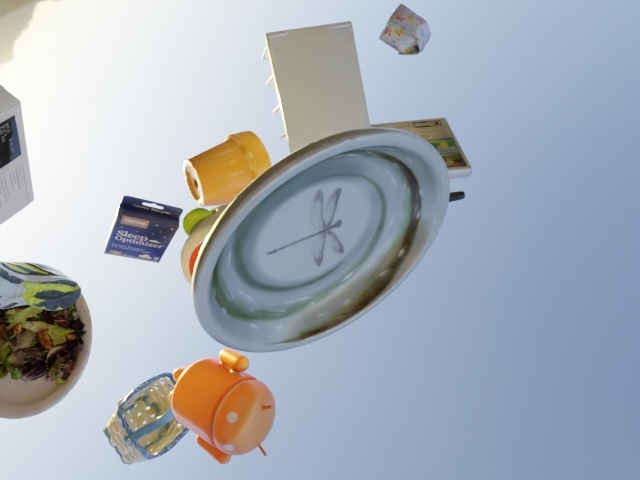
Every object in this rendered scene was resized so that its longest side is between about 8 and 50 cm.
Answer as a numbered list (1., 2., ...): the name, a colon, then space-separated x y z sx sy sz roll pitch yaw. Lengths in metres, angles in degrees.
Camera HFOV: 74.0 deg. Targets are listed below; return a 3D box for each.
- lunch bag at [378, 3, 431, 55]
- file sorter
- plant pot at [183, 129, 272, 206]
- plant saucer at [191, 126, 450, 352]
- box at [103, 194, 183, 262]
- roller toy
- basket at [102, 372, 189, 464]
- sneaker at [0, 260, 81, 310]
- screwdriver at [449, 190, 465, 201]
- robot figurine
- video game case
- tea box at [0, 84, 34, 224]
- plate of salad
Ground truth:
1. lunch bag: 0.161 -0.386 0.793 0.071 0.083 0.053 -61 -177 -30
2. file sorter: -0.017 -0.329 0.999 0.192 0.278 0.173 -15 -168 -14
3. plant pot: -0.258 -0.180 1.157 0.187 0.205 0.205 -22 -148 -30
4. plant saucer: 0.000 0.000 0.622 0.400 0.400 0.100 -40 -127 3
5. box: -0.429 -0.020 1.022 0.225 0.136 0.037 -45 -138 44
6. roller toy: -0.195 0.031 0.922 0.209 0.191 0.146 1 -154 -2
7. basket: -0.462 0.497 1.224 0.288 0.201 0.255 -31 180 19
8. sneaker: -0.210 0.028 0.286 0.035 0.083 0.031 24 -91 40
9. screwdriver: 0.265 -0.098 1.028 0.169 0.024 0.025 -8 -140 4
10. robot figurine: -0.168 0.282 0.738 0.219 0.128 0.158 13 -125 34
11. video game case: 0.232 -0.262 1.231 0.328 0.036 0.300 -4 -139 3
12. tea box: -0.706 -0.185 0.707 0.220 0.323 0.329 -55 -172 -38
13. plate of salad: -0.393 0.126 0.543 0.199 0.048 0.200 -1 -99 4
